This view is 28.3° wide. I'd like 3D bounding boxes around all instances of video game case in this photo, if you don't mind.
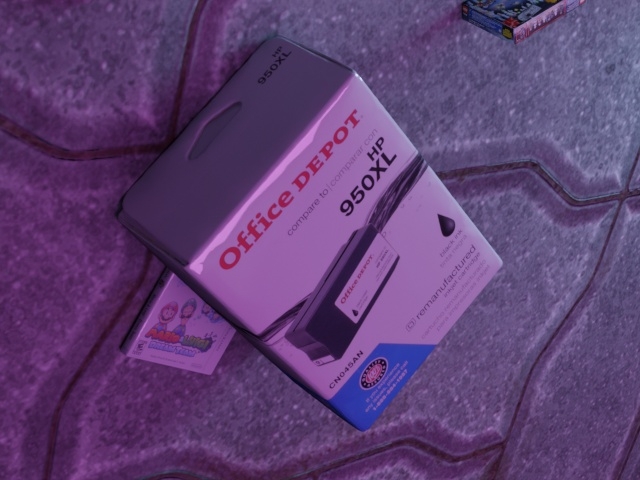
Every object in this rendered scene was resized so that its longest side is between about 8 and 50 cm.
[{"bbox_3d":[-0.156,0.092,1.565,0.157,0.019,0.143,22,101,-51],"label":"video game case"}]

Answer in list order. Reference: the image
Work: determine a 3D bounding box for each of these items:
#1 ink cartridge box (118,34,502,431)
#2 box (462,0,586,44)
[{"bbox_3d":[0.000,0.000,1.495,0.285,0.166,0.395,-50,133,-7],"label":"ink cartridge box"},{"bbox_3d":[0.263,-0.307,1.639,0.137,0.094,0.027,-33,138,-26],"label":"box"}]
